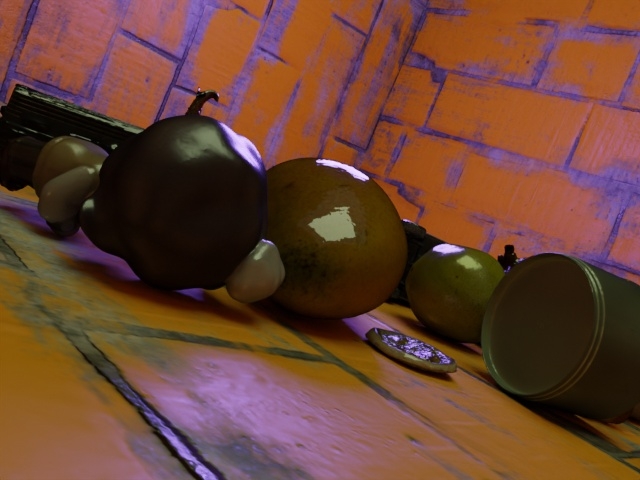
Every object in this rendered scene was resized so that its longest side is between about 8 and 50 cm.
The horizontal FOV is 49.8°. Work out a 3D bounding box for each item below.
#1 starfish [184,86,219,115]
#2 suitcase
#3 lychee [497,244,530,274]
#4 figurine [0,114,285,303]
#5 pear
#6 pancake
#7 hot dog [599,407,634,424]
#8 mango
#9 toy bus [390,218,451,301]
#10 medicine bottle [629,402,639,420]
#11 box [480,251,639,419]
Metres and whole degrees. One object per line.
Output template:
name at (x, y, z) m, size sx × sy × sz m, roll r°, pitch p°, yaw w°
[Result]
starfish at (-0.273, -0.181, 1.511) m, size 0.113 × 0.303 × 0.312 m, roll -5°, pitch 17°, yaw -19°
suitcase at (-0.428, -0.164, 1.289) m, size 0.335 × 0.152 × 0.230 m, roll 18°, pitch 5°, yaw -26°
lychee at (0.436, 0.125, 1.520) m, size 0.200 × 0.238 × 0.200 m, roll -13°, pitch 1°, yaw 0°
figurine at (-0.234, -0.040, 0.836) m, size 0.365 × 0.206 × 0.218 m, roll 0°, pitch -14°, yaw 26°
pear at (0.261, 0.096, 1.301) m, size 0.198 × 0.198 × 0.198 m, roll 22°, pitch 5°, yaw -2°
pancake at (0.128, 0.156, 0.979) m, size 0.140 × 0.022 × 0.139 m, roll 21°, pitch 4°, yaw -2°
hot dog at (0.470, 0.191, 1.137) m, size 0.146 × 0.213 × 0.103 m, roll 15°, pitch -34°, yaw 17°
mango at (0.000, 0.000, 1.031) m, size 0.264 × 0.221 × 0.378 m, roll 19°, pitch 17°, yaw -4°
toy bus at (0.217, 0.063, 1.594) m, size 0.366 × 0.176 × 0.202 m, roll 23°, pitch 0°, yaw -33°
medicine bottle at (0.511, 0.242, 1.248) m, size 0.252 × 0.114 × 0.114 m, roll 21°, pitch 5°, yaw -10°
box at (0.374, 0.142, 1.043) m, size 0.150 × 0.226 × 0.226 m, roll 21°, pitch 5°, yaw -25°
